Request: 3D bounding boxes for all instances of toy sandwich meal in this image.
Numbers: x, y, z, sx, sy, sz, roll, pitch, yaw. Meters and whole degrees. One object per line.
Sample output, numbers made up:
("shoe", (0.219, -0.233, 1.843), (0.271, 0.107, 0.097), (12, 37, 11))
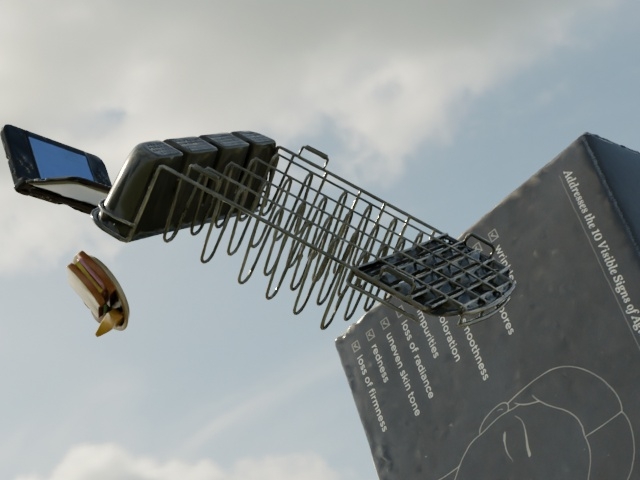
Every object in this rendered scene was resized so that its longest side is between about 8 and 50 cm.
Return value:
("toy sandwich meal", (-0.194, 0.047, 1.145), (0.029, 0.085, 0.085), (-33, -15, -29))

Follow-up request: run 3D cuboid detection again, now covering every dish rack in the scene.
("dish rack", (0.000, 0.000, 0.956), (0.208, 0.271, 0.074), (-19, -46, -64))

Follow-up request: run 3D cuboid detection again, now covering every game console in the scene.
("game console", (-0.202, -0.061, 1.160), (0.071, 0.107, 0.122), (-37, -32, 24))

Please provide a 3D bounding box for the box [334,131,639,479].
("box", (0.324, 0.212, 1.653), (0.297, 0.480, 0.472), (13, -43, -40))
